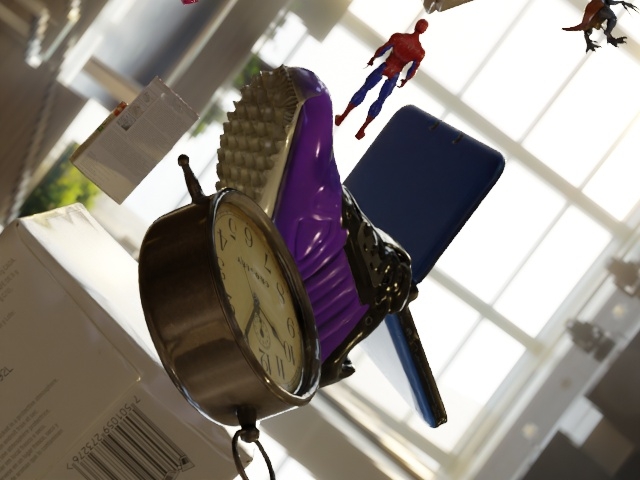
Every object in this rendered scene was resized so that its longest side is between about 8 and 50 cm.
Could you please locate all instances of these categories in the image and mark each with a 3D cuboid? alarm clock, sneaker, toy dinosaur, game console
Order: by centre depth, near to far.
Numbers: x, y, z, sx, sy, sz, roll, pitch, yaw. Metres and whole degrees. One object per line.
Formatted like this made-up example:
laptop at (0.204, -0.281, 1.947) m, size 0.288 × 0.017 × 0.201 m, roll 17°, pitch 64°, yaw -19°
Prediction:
alarm clock at (-0.050, 0.055, 0.679) m, size 0.064 × 0.129 × 0.192 m, roll -24°, pitch -127°, yaw 15°
sneaker at (0.000, 0.000, 0.895) m, size 0.102 × 0.146 × 0.293 m, roll -111°, pitch -155°, yaw -47°
toy dinosaur at (0.246, -0.204, 1.052) m, size 0.047 × 0.090 × 0.082 m, roll -16°, pitch -117°, yaw 37°
game console at (0.108, 0.019, 1.334) m, size 0.173 × 0.250 × 0.293 m, roll -24°, pitch -157°, yaw -8°

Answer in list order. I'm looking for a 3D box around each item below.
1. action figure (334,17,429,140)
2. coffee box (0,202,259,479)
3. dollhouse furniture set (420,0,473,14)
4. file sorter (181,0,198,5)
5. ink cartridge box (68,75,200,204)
action figure at (0.054, -0.136, 0.999) m, size 0.115 × 0.038 × 0.030 m, roll -52°, pitch -176°, yaw 31°
coffee box at (-0.297, 0.198, 1.352) m, size 0.337 × 0.338 × 0.334 m, roll -44°, pitch -176°, yaw 3°
dollhouse furniture set at (0.208, -0.406, 1.277) m, size 0.303 × 0.286 × 0.198 m, roll -19°, pitch 176°, yaw -6°
file sorter at (-0.113, -0.462, 1.396) m, size 0.182 × 0.202 × 0.291 m, roll -15°, pitch 137°, yaw -14°
ink cartridge box at (-0.177, -0.097, 1.161) m, size 0.115 × 0.063 × 0.029 m, roll -47°, pitch -156°, yaw -2°
